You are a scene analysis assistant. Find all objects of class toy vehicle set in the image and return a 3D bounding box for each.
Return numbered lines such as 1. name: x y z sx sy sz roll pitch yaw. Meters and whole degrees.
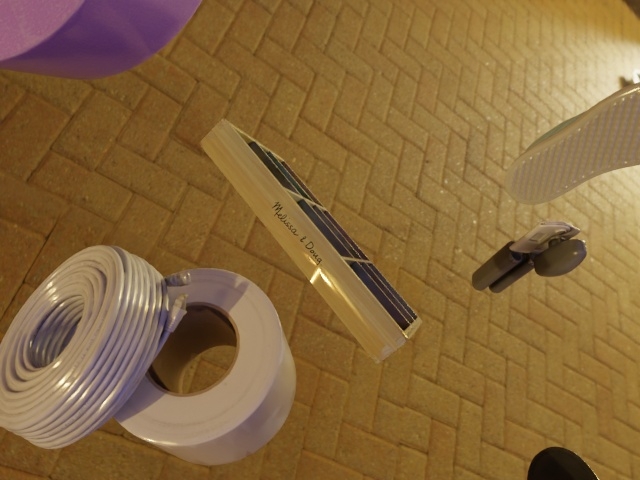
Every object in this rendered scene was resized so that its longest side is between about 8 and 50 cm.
1. toy vehicle set: 0.000 0.000 0.511 0.266 0.035 0.166 50 9 12

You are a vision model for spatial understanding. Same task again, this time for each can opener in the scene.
1. can opener: 0.367 0.043 0.897 0.074 0.280 0.093 11 66 -7

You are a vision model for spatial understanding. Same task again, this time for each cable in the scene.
1. cable: -0.310 0.127 0.623 0.089 0.257 0.257 45 58 -43

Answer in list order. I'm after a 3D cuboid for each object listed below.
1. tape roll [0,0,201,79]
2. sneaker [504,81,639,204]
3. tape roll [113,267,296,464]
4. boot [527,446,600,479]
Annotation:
1. tape roll: -0.192 -0.249 0.310 0.274 0.275 0.090 63 24 -1
2. sneaker: 0.500 -0.192 0.847 0.135 0.366 0.150 56 43 -11
3. tape roll: -0.164 0.184 0.708 0.246 0.169 0.246 -2 57 3
4. boot: 0.360 0.411 0.605 0.229 0.091 0.262 43 24 -42
